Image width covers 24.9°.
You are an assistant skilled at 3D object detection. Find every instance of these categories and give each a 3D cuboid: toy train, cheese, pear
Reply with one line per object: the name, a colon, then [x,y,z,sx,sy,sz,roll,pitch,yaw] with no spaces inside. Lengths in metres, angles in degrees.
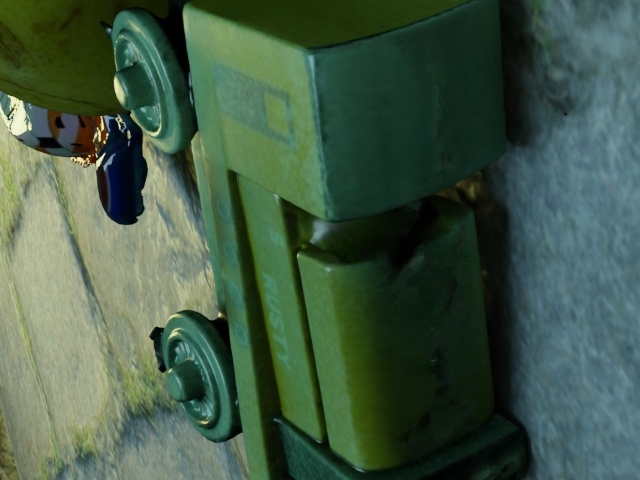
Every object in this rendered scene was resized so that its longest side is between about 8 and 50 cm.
toy train: [0.000,0.000,0.867,0.253,0.160,0.397,30,134,51]
cheese: [-0.233,-0.147,1.395,0.329,0.129,0.217,-125,28,-43]
pear: [-0.162,-0.227,1.004,0.283,0.283,0.284,166,90,-69]
